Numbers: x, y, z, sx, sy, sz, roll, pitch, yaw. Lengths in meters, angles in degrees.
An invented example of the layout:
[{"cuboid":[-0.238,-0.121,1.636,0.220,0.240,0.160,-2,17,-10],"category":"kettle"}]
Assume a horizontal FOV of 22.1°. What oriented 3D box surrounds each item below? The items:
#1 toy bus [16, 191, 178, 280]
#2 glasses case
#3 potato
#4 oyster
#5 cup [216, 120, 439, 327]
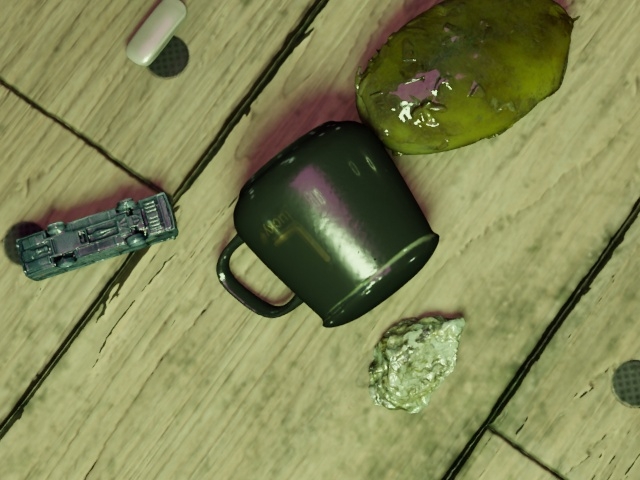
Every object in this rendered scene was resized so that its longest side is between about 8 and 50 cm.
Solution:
[{"cuboid":[-0.228,-0.003,1.691,0.166,0.065,0.047,-17,79,2],"category":"toy bus"},{"cuboid":[-0.175,-0.223,1.750,0.032,0.021,0.083,35,84,6],"category":"glasses case"},{"cuboid":[0.151,-0.177,1.674,0.251,0.113,0.149,-25,80,-2],"category":"potato"},{"cuboid":[0.097,0.124,1.661,0.098,0.037,0.100,2,80,4],"category":"oyster"},{"cuboid":[0.000,0.000,1.641,0.223,0.169,0.176,-41,87,24],"category":"cup"}]
